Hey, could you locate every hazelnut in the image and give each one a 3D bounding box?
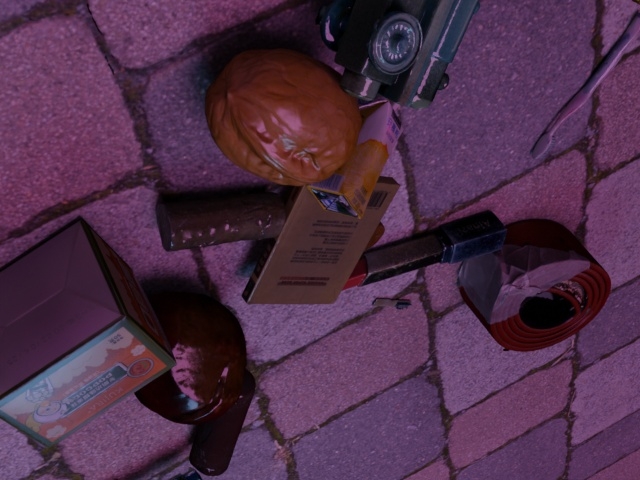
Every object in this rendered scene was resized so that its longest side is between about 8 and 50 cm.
[{"bbox_3d":[-0.195,0.155,1.335,0.178,0.178,0.204,-38,138,4],"label":"hazelnut"}]

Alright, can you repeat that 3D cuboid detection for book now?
[{"bbox_3d":[0.000,0.000,1.359,0.161,0.026,0.231,3,128,-36],"label":"book"}]

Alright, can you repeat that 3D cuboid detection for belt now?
[{"bbox_3d":[0.375,0.085,1.705,0.323,0.115,0.227,18,118,-45],"label":"belt"}]

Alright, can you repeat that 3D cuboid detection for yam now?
[{"bbox_3d":[-0.132,-0.027,1.250,0.169,0.068,0.068,-8,135,-33],"label":"yam"}]

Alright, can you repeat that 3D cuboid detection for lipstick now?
[{"bbox_3d":[0.150,0.021,1.525,0.312,0.051,0.051,-15,141,-20],"label":"lipstick"}]

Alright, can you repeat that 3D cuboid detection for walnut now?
[{"bbox_3d":[-0.043,-0.144,1.121,0.159,0.159,0.206,-47,146,16],"label":"walnut"}]

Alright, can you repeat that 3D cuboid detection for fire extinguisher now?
[{"bbox_3d":[-0.162,0.275,1.550,0.089,0.072,0.268,2,131,-22],"label":"fire extinguisher"}]

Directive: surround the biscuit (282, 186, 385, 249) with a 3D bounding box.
[{"bbox_3d":[0.009,-0.028,1.380,0.138,0.031,0.205,-40,142,7],"label":"biscuit"}]

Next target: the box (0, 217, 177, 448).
[{"bbox_3d":[-0.311,0.115,1.178,0.195,0.177,0.148,-33,144,-2],"label":"box"}]

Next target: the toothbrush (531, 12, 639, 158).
[{"bbox_3d":[0.407,-0.230,1.465,0.027,0.021,0.269,-4,135,-51],"label":"toothbrush"}]

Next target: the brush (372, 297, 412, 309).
[{"bbox_3d":[0.122,0.108,1.628,0.083,0.013,0.016,8,128,-40],"label":"brush"}]

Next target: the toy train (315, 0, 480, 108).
[{"bbox_3d":[0.124,-0.290,1.073,0.194,0.120,0.298,11,108,-43],"label":"toy train"}]

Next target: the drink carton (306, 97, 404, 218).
[{"bbox_3d":[0.057,-0.132,1.247,0.084,0.074,0.200,50,60,-50],"label":"drink carton"}]

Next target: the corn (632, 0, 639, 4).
[{"bbox_3d":[0.391,-0.389,1.222,0.097,0.097,0.261,-43,143,12],"label":"corn"}]

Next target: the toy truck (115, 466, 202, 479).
[{"bbox_3d":[-0.285,0.423,1.606,0.175,0.081,0.067,-28,143,-5],"label":"toy truck"}]
